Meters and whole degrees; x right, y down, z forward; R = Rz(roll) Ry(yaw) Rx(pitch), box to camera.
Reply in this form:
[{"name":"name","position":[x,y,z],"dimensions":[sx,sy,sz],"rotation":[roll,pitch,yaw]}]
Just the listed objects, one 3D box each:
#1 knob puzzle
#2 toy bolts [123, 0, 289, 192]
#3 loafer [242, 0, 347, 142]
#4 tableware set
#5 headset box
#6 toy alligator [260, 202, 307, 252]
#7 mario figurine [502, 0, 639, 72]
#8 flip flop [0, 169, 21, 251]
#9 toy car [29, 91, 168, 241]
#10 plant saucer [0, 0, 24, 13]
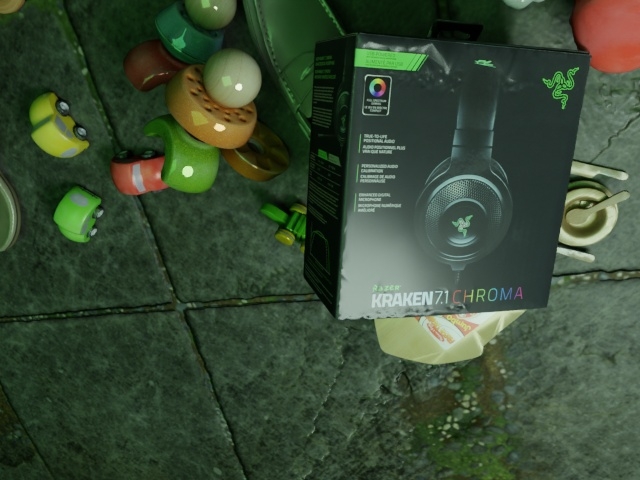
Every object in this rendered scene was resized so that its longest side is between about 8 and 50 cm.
[{"name":"knob puzzle","position":[0.160,0.092,0.795],"dimensions":[0.213,0.030,0.213],"rotation":[1,104,5]},{"name":"toy bolts","position":[-0.110,-0.193,0.667],"dimensions":[0.158,0.218,0.228],"rotation":[-44,65,34]},{"name":"loafer","position":[0.011,-0.181,0.651],"dimensions":[0.112,0.111,0.319],"rotation":[-32,110,-3]},{"name":"tableware set","position":[0.271,-0.043,0.695],"dimensions":[0.194,0.039,0.128],"rotation":[14,114,9]},{"name":"headset box","position":[0.120,-0.077,0.582],"dimensions":[0.247,0.131,0.282],"rotation":[0,105,-17]},{"name":"toy alligator","position":[0.000,0.000,0.797],"dimensions":[0.190,0.056,0.051],"rotation":[26,160,3]},{"name":"mario figurine","position":[0.286,-0.325,0.531],"dimensions":[0.198,0.170,0.320],"rotation":[14,114,51]},{"name":"flip flop","position":[-0.558,-0.105,0.884],"dimensions":[0.112,0.080,0.276],"rotation":[9,118,11]},{"name":"toy car","position":[-0.361,-0.079,0.856],"dimensions":[0.239,0.053,0.224],"rotation":[30,120,0]},{"name":"plant saucer","position":[-0.441,-0.354,0.761],"dimensions":[0.084,0.013,0.083],"rotation":[6,118,12]}]
